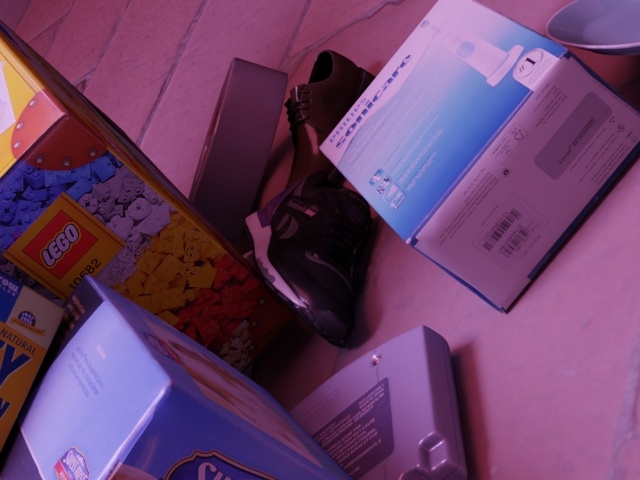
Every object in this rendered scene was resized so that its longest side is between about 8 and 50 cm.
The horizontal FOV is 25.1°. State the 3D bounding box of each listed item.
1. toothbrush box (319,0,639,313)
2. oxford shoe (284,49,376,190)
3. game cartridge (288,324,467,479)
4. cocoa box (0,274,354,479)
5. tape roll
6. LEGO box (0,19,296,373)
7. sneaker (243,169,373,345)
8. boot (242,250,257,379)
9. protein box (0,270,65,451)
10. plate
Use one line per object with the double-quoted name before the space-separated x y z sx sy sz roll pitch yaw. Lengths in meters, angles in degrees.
"toothbrush box" 0.144 -0.096 1.356 0.216 0.126 0.295 -51 25 5
"oxford shoe" -0.011 -0.133 1.719 0.083 0.096 0.227 -24 39 44
"game cartridge" 0.009 0.211 1.280 0.294 0.060 0.196 -41 31 25
"cocoa box" -0.140 0.210 1.200 0.228 0.231 0.347 -55 23 -1
"tape roll" -0.106 -0.113 1.783 0.219 0.072 0.219 -164 90 -82
"LEGO box" -0.301 -0.060 1.562 0.193 0.372 0.500 -46 40 0
"sneaker" 0.000 0.000 1.519 0.124 0.107 0.283 -42 27 7
"boot" -0.111 0.098 1.616 0.086 0.069 0.190 -20 41 42
"protein box" -0.353 0.134 1.244 0.201 0.136 0.199 -32 31 48
"plate" 0.293 -0.197 1.269 0.188 0.024 0.188 -14 22 6
